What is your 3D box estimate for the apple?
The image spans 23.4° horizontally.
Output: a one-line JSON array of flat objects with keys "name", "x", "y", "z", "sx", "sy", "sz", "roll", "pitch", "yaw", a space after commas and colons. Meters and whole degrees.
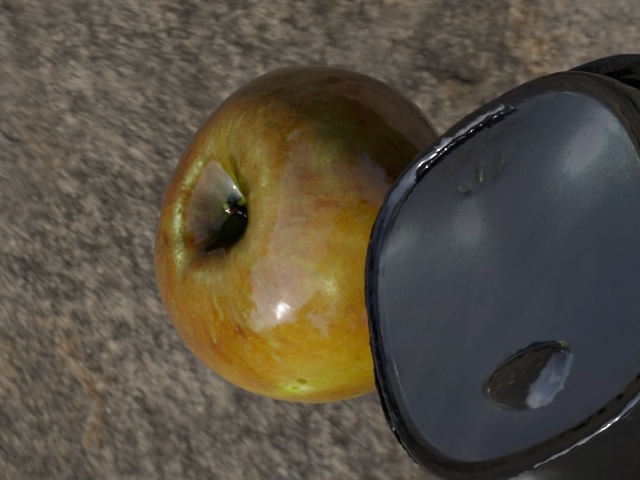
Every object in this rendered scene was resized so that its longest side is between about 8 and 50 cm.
[{"name": "apple", "x": 0.000, "y": 0.000, "z": 1.089, "sx": 0.208, "sy": 0.237, "sz": 0.236, "roll": 12, "pitch": 97, "yaw": -41}]

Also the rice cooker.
[{"name": "rice cooker", "x": 0.170, "y": 0.039, "z": 0.863, "sx": 0.224, "sy": 0.267, "sz": 0.267, "roll": 18, "pitch": 95, "yaw": -40}]
